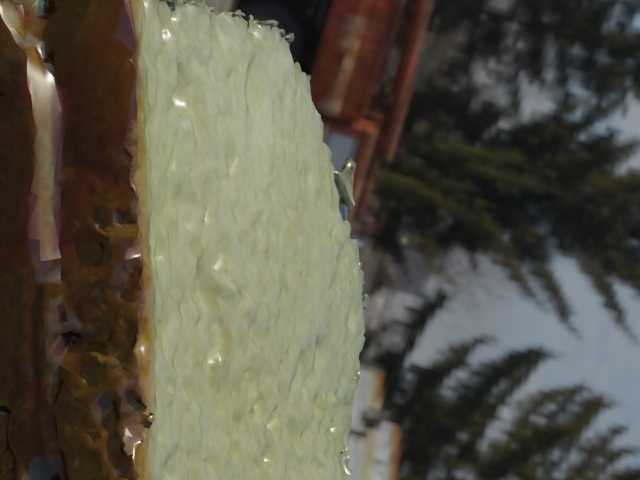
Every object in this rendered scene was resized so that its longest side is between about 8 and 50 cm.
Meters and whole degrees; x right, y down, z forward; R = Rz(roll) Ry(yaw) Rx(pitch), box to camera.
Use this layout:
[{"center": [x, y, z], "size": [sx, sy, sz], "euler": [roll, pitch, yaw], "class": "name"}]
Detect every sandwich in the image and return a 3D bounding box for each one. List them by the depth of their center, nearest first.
[{"center": [-0.078, 0.025, 0.815], "size": [0.325, 0.131, 0.262], "euler": [2, 85, -70], "class": "sandwich"}]

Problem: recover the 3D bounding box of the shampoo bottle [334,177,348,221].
[{"center": [0.000, 0.000, 1.150], "size": [0.027, 0.048, 0.137], "euler": [-51, -165, 27], "class": "shampoo bottle"}]
